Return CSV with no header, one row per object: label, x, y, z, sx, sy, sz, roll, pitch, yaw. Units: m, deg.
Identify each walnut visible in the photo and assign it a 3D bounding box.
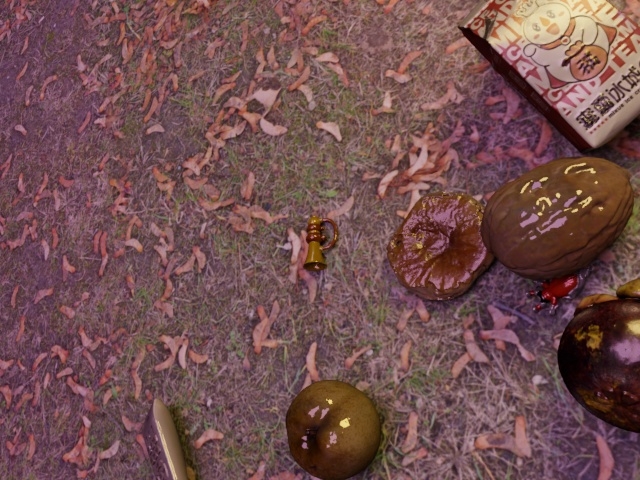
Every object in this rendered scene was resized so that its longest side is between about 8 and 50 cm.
walnut,0.355,-0.037,0.975,0.231,0.178,0.178,-33,60,8

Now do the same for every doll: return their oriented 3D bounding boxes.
doll,0.370,0.072,1.005,0.114,0.039,0.057,-35,30,29

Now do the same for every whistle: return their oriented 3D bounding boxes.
whistle,-0.003,0.000,1.255,0.057,0.046,0.109,-17,60,42

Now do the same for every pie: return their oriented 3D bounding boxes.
pie,0.210,0.010,1.118,0.195,0.046,0.195,-9,72,28

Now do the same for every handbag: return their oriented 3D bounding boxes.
handbag,0.366,-0.289,0.998,0.171,0.151,0.298,-44,82,13

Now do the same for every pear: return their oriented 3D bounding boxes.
pear,0.018,0.311,1.087,0.167,0.137,0.167,1,91,44

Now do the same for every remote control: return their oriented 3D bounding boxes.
remote control,-0.277,0.462,1.270,0.312,0.055,0.109,64,143,27

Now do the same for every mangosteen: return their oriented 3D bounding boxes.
mangosteen,0.427,0.142,0.878,0.192,0.192,0.217,12,51,34
